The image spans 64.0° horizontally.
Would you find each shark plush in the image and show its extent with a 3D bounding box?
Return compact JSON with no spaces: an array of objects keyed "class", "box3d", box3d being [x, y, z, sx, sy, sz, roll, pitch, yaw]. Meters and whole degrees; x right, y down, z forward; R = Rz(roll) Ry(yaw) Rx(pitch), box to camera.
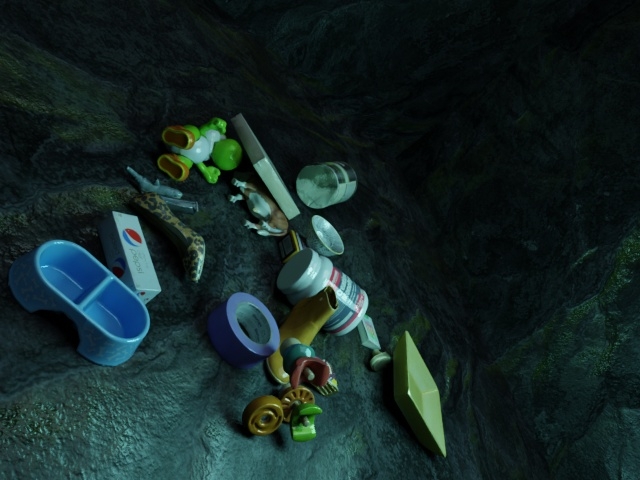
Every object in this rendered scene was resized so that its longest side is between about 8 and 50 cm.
[{"class":"shark plush","box3d":[-0.470,-0.159,1.439,0.161,0.067,0.073,44,25,-20]}]

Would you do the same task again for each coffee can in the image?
[{"class":"coffee can","box3d":[0.034,-0.260,2.350,0.202,0.201,0.275,54,23,5]}]

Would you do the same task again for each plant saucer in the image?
[{"class":"plant saucer","box3d":[0.345,0.555,1.854,0.333,0.080,0.333,60,20,-22]}]

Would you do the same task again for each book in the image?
[{"class":"book","box3d":[0.182,0.349,1.984,0.096,0.035,0.144,37,26,-40]}]

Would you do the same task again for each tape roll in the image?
[{"class":"tape roll","box3d":[-0.202,0.238,1.361,0.189,0.080,0.189,41,26,-26]}]

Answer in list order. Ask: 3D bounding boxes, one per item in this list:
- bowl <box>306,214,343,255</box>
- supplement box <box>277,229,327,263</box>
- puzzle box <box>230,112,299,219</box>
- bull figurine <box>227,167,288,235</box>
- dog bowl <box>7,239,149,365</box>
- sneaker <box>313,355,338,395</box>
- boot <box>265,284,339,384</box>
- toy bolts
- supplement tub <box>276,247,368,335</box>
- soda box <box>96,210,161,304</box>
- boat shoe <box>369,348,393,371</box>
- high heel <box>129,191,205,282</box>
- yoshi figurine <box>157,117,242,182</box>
[{"class":"bowl","box3d":[0.000,0.000,1.864,0.170,0.080,0.170,41,25,-24]},{"class":"supplement box","box3d":[-0.059,0.054,1.883,0.188,0.080,0.104,31,31,-41]},{"class":"puzzle box","box3d":[-0.211,-0.283,1.907,0.272,0.052,0.409,59,1,-39]},{"class":"bull figurine","box3d":[-0.231,-0.143,1.825,0.310,0.101,0.188,52,30,13]},{"class":"dog bowl","box3d":[-0.473,0.119,1.035,0.297,0.074,0.166,46,24,-14]},{"class":"sneaker","box3d":[-0.006,0.381,1.513,0.084,0.069,0.186,-102,169,-51]},{"class":"boot","box3d":[-0.044,0.253,1.465,0.104,0.211,0.295,43,25,-19]},{"class":"toy bolts","box3d":[-0.095,0.358,1.279,0.218,0.229,0.158,10,15,-28]},{"class":"supplement tub","box3d":[0.008,0.172,1.703,0.272,0.191,0.191,42,25,-24]},{"class":"soda box","box3d":[-0.449,0.041,1.196,0.073,0.069,0.216,14,45,-56]},{"class":"boat shoe","box3d":[0.216,0.436,1.890,0.072,0.068,0.190,50,9,26]},{"class":"high heel","box3d":[-0.409,-0.008,1.357,0.186,0.093,0.262,7,56,-36]},{"class":"yoshi figurine","box3d":[-0.369,-0.296,1.695,0.203,0.203,0.362,66,19,-9]}]
